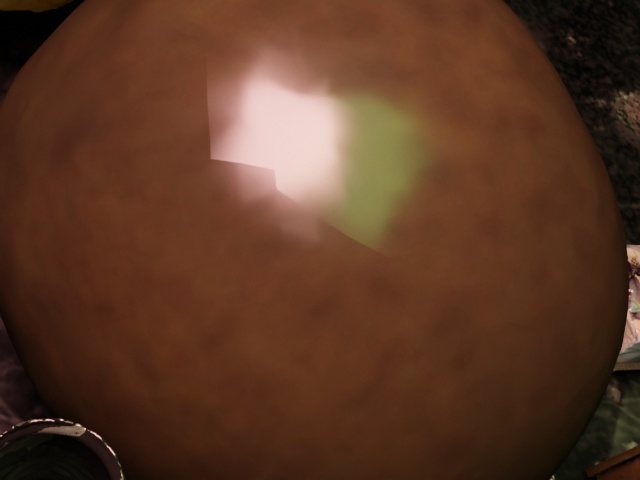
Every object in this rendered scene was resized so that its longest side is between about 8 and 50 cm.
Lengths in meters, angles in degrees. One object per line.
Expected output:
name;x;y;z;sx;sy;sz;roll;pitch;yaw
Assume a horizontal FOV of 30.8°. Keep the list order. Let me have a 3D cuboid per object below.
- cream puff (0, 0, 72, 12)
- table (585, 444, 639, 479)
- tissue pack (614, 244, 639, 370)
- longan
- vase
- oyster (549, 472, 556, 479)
cream puff;-0.177;-0.253;0.597;0.185;0.281;0.282;20;43;-60
table;0.208;0.154;0.642;0.070;0.083;0.082;2;64;-24
tissue pack;0.211;0.043;0.725;0.094;0.059;0.074;1;58;-23
longan;-0.001;0.004;0.528;0.297;0.297;0.297;10;57;-17
vase;-0.113;0.117;0.476;0.059;0.167;0.059;4;70;-12
oyster;0.095;0.161;0.622;0.086;0.029;0.132;6;60;-19
